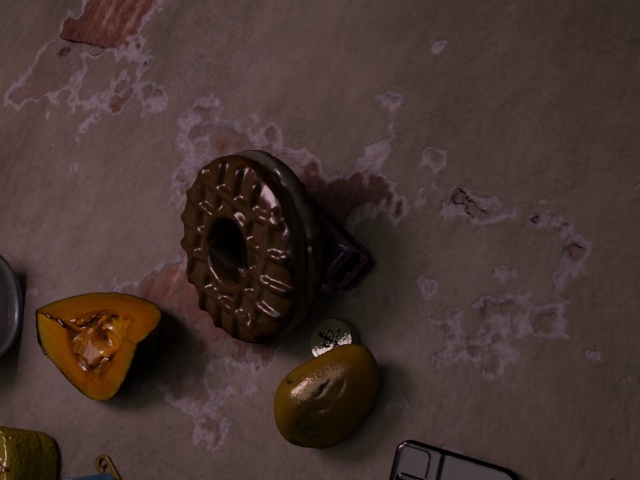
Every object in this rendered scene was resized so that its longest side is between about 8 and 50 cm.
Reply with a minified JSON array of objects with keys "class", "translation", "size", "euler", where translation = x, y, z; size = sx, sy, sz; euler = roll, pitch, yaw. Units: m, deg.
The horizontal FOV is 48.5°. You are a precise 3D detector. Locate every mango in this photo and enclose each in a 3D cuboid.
[{"class":"mango","translation":[0.011,0.242,1.115],"size":[0.137,0.098,0.195],"euler":[39,103,5]}]

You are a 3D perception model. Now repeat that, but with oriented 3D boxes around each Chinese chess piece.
[{"class":"Chinese chess piece","translation":[0.023,0.170,1.182],"size":[0.084,0.034,0.084],"euler":[-9,69,26]}]

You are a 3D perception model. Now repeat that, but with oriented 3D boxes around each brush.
[{"class":"brush","translation":[-0.356,0.477,1.296],"size":[0.082,0.010,0.218],"euler":[-48,59,7]}]

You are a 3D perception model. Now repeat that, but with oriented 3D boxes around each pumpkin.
[{"class":"pumpkin","translation":[-0.389,0.203,1.357],"size":[0.312,0.148,0.169],"euler":[10,117,38]}]

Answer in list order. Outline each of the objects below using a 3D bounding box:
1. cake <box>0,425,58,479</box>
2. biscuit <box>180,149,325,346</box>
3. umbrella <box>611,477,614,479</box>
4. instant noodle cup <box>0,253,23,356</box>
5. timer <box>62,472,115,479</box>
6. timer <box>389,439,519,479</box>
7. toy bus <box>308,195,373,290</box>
[{"class":"cake","translation":[-0.650,0.468,1.377],"size":[0.261,0.156,0.179],"euler":[-19,60,23]},{"class":"biscuit","translation":[-0.122,0.010,1.196],"size":[0.332,0.103,0.332],"euler":[12,106,48]},{"class":"umbrella","translation":[0.424,0.373,0.915],"size":[0.022,0.022,0.148],"euler":[-17,60,-19]},{"class":"instant noodle cup","translation":[-0.806,0.143,1.481],"size":[0.254,0.325,0.325],"euler":[-8,70,16]},{"class":"timer","translation":[-0.413,0.571,1.247],"size":[0.250,0.091,0.232],"euler":[44,101,27]},{"class":"timer","translation":[0.184,0.378,1.019],"size":[0.187,0.055,0.144],"euler":[9,78,29]},{"class":"toy bus","translation":[0.000,0.000,1.210],"size":[0.087,0.098,0.178],"euler":[-47,60,6]}]
